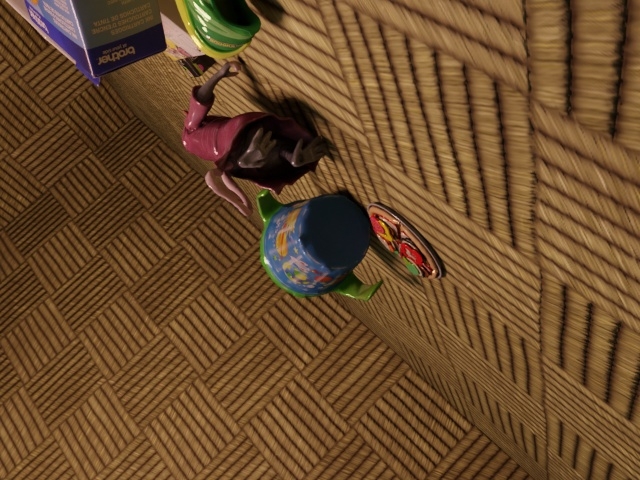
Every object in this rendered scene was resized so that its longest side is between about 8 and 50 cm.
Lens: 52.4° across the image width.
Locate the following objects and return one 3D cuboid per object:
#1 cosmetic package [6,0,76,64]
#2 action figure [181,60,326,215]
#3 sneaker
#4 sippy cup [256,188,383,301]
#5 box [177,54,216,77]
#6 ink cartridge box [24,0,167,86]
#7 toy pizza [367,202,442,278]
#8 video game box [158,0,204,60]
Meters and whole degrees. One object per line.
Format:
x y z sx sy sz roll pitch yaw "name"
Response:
-0.618 -0.612 1.468 0.453 0.230 0.161 43 178 20 "cosmetic package"
-0.175 -0.183 1.303 0.370 0.276 0.248 18 160 42 "action figure"
-0.175 -0.400 0.899 0.123 0.109 0.296 -7 127 43 "sneaker"
0.000 0.000 1.443 0.305 0.240 0.224 9 167 -15 "sippy cup"
-0.279 -0.401 1.444 0.062 0.052 0.083 49 170 -25 "box"
-0.394 -0.453 1.052 0.270 0.151 0.396 40 150 34 "ink cartridge box"
0.158 0.007 1.279 0.201 0.032 0.201 45 171 9 "toy pizza"
-0.320 -0.436 1.269 0.205 0.048 0.187 35 166 -34 "video game box"
